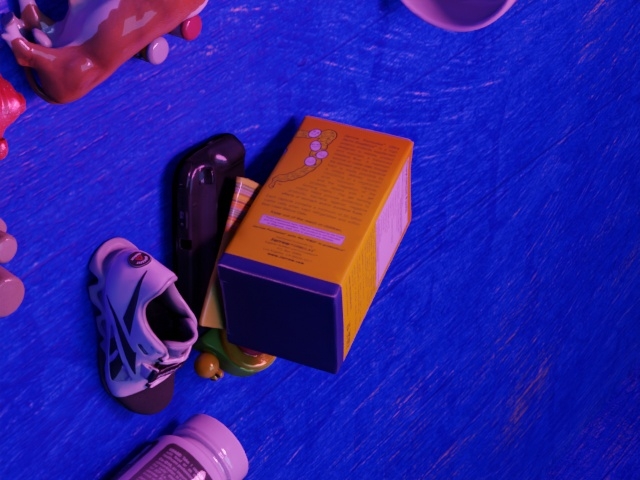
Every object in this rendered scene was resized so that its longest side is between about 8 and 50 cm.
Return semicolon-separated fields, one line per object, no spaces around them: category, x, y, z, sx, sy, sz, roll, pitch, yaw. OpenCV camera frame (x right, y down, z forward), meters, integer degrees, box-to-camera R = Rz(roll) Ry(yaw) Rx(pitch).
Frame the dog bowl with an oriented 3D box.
dog bowl;0.230;-0.485;2.079;0.104;0.265;0.265;-42;141;-41

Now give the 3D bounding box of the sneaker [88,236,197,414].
sneaker;-0.247;0.158;1.873;0.122;0.146;0.330;-45;145;-35

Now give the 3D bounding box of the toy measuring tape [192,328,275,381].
toy measuring tape;-0.088;0.133;2.125;0.330;0.121;0.121;-42;142;-35

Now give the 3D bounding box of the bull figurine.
bull figurine;-0.246;-0.295;1.539;0.310;0.101;0.188;-43;136;-1

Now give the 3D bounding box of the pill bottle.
pill bottle;-0.253;0.414;2.010;0.283;0.161;0.161;-40;140;-38

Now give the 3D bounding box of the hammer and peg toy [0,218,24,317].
hammer and peg toy;-0.475;0.058;1.456;0.266;0.127;0.361;-58;149;-15

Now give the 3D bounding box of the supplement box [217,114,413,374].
supplement box;0.000;0.000;2.010;0.194;0.195;0.356;88;23;-47

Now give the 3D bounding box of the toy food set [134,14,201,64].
toy food set;-0.183;-0.343;1.677;0.111;0.104;0.232;-23;128;-50

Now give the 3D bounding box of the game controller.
game controller;-0.173;-0.007;1.977;0.166;0.067;0.319;-49;148;-54

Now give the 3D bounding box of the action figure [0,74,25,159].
action figure;-0.410;-0.227;1.430;0.091;0.139;0.280;-19;103;-49

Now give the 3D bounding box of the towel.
towel;-0.139;0.020;1.963;0.102;0.021;0.237;22;83;-68
